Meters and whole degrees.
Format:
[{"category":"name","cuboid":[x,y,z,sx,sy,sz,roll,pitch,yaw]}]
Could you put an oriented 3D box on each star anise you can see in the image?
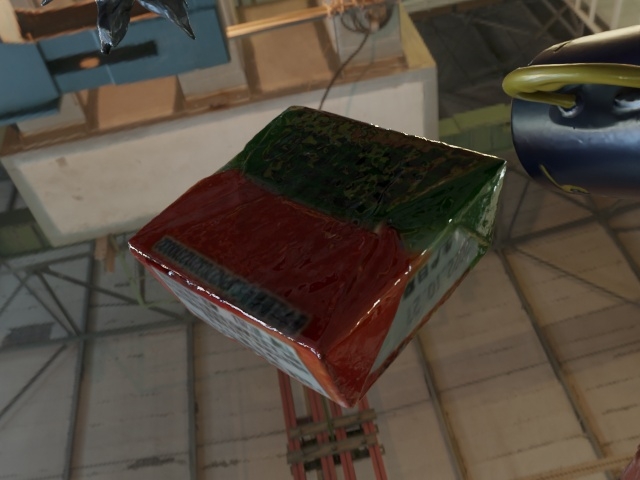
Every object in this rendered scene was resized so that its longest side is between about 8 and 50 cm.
[{"category":"star anise","cuboid":[-0.192,-0.282,0.679,0.180,0.061,0.205,21,-107,-21]}]

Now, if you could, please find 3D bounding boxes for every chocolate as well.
[{"category":"chocolate","cuboid":[0.000,0.000,0.875,0.360,0.161,0.341,23,-125,39]}]

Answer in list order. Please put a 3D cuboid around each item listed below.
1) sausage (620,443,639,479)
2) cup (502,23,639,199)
[{"category":"sausage","cuboid":[0.417,0.314,0.708,0.148,0.148,0.254,-24,-119,-13]},{"category":"cup","cuboid":[0.290,-0.143,0.636,0.178,0.255,0.256,-60,-154,-9]}]
